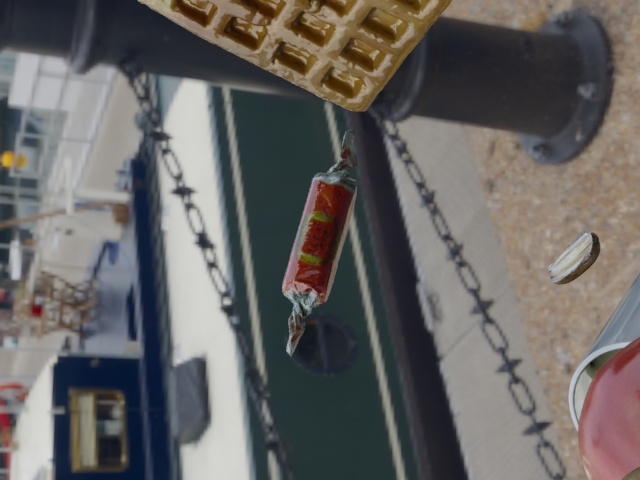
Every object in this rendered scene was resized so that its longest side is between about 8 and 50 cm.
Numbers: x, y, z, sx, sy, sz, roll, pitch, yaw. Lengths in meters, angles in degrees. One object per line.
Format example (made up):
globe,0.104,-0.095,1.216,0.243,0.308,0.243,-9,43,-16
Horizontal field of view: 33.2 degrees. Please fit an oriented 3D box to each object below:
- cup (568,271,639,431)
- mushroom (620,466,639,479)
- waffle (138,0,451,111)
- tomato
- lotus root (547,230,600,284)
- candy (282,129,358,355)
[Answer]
cup,0.556,0.213,1.609,0.237,0.327,0.322,-23,99,39
mushroom,0.372,0.216,0.725,0.154,0.408,0.137,-51,40,43
waffle,-0.042,-0.284,1.109,0.224,0.328,0.098,-48,24,46
tomato,0.313,0.169,0.892,0.195,0.136,0.195,-16,50,20
lotus root,0.320,0.026,1.333,0.083,0.030,0.037,-52,34,37
candy,-0.001,-0.001,1.310,0.086,0.059,0.292,88,-163,-74
